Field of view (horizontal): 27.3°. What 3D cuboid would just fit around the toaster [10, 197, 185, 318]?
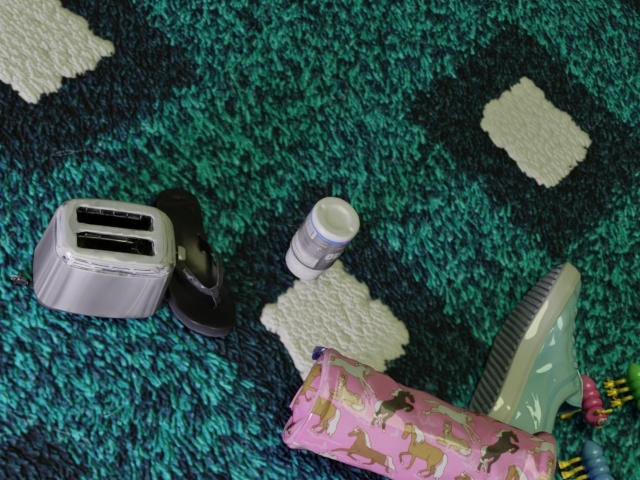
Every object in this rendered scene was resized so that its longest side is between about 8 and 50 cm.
[{"bbox_3d":[-0.308,0.023,1.852,0.227,0.146,0.129,8,55,-22],"label":"toaster"}]

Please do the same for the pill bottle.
[{"bbox_3d":[0.000,0.000,2.028,0.078,0.137,0.078,12,55,-18],"label":"pill bottle"}]

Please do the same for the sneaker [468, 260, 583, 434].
[{"bbox_3d":[0.355,0.202,2.093,0.150,0.135,0.366,38,59,-10],"label":"sneaker"}]

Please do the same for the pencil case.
[{"bbox_3d":[0.145,0.285,1.876,0.386,0.160,0.167,21,38,-5],"label":"pencil case"}]

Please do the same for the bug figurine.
[{"bbox_3d":[0.498,0.306,2.122,0.279,0.072,0.216,-7,63,-30],"label":"bug figurine"}]

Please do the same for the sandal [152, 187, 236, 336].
[{"bbox_3d":[-0.193,0.028,1.965,0.097,0.054,0.255,-8,64,-31],"label":"sandal"}]
